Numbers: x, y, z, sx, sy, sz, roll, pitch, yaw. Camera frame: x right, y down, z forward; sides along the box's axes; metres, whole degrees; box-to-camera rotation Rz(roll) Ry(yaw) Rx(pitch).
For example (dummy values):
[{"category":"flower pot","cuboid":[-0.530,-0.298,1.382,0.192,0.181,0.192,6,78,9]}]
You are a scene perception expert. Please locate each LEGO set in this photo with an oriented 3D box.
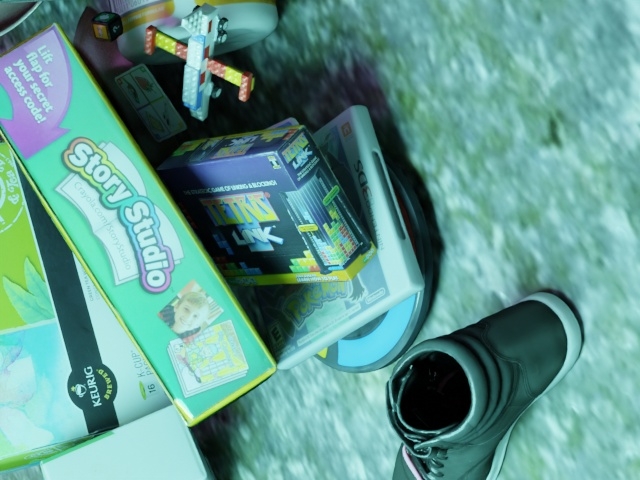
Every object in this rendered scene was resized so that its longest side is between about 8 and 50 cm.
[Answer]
[{"category":"LEGO set","cuboid":[-0.118,-0.116,1.589,0.182,0.060,0.244,-20,108,45]}]

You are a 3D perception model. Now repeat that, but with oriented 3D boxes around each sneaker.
[{"category":"sneaker","cuboid":[0.098,0.163,1.503,0.104,0.147,0.295,53,134,25]}]

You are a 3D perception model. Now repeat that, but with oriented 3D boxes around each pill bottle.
[{"category":"pill bottle","cuboid":[-0.143,-0.322,1.673,0.162,0.162,0.278,-15,85,50]}]

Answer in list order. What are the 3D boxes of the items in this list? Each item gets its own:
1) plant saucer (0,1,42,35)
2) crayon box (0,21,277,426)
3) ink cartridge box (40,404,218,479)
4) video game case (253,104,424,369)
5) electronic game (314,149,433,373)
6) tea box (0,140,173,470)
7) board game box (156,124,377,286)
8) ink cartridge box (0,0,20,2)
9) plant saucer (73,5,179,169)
[{"category":"plant saucer","cuboid":[-0.397,-0.368,1.962,0.311,0.050,0.310,-2,85,24]},{"category":"crayon box","cuboid":[-0.179,0.000,1.635,0.363,0.106,0.313,57,176,4]},{"category":"ink cartridge box","cuboid":[-0.188,0.256,1.780,0.208,0.153,0.087,82,165,-71]},{"category":"video game case","cuboid":[0.000,0.000,1.604,0.201,0.023,0.183,-34,65,43]},{"category":"electronic game","cuboid":[0.022,0.013,1.635,0.229,0.048,0.229,13,107,48]},{"category":"tea box","cuboid":[-0.360,0.082,1.852,0.220,0.324,0.329,-34,72,64]},{"category":"board game box","cuboid":[-0.050,-0.028,1.554,0.170,0.048,0.141,-5,125,48]},{"category":"ink cartridge box","cuboid":[-0.298,-0.346,1.759,0.115,0.273,0.198,-2,96,49]},{"category":"plant saucer","cuboid":[-0.208,-0.149,1.797,0.198,0.036,0.198,55,167,19]}]
